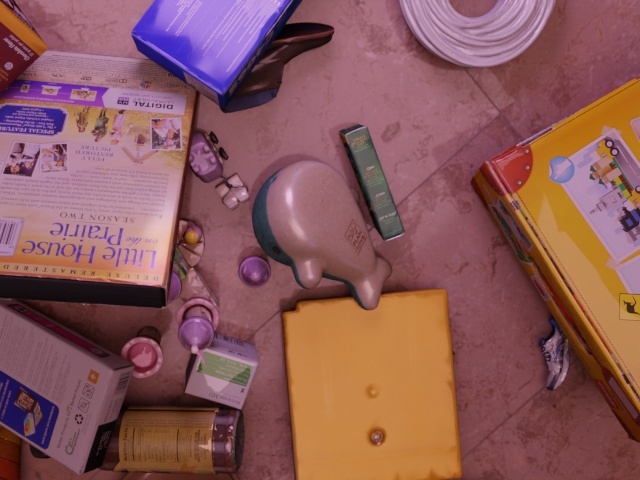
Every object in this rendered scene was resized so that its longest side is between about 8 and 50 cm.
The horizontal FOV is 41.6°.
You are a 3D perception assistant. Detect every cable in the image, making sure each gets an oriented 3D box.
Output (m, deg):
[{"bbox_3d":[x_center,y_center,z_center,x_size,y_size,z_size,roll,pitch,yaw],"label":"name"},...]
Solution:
[{"bbox_3d":[0.247,-0.408,1.349,0.257,0.089,0.257,15,98,-9],"label":"cable"}]

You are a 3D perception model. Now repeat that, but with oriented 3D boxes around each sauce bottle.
[{"bbox_3d":[-0.300,0.324,1.384,0.344,0.111,0.111,1,100,7],"label":"sauce bottle"}]

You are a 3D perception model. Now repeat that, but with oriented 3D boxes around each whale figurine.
[{"bbox_3d":[0.000,0.000,1.367,0.272,0.141,0.216,46,48,-25],"label":"whale figurine"}]

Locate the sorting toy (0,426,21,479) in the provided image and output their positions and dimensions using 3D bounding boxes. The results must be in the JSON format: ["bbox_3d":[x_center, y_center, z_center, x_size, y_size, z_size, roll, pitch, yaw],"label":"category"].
[{"bbox_3d":[-0.642,0.307,1.377,0.365,0.127,0.126,24,67,-7],"label":"sorting toy"}]

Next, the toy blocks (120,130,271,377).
[{"bbox_3d":[-0.229,0.028,1.279,0.309,0.260,0.288,-31,101,0],"label":"toy blocks"}]

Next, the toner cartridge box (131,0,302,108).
[{"bbox_3d":[-0.114,-0.388,1.266,0.165,0.075,0.348,35,81,0],"label":"toner cartridge box"}]

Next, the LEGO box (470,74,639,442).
[{"bbox_3d":[0.533,0.011,1.324,0.372,0.193,0.500,-30,83,-1],"label":"LEGO box"}]

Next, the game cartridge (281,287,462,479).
[{"bbox_3d":[0.086,0.251,1.425,0.285,0.053,0.323,-4,89,-4],"label":"game cartridge"}]

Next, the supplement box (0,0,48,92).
[{"bbox_3d":[-0.530,-0.292,1.207,0.191,0.194,0.129,-43,141,2],"label":"supplement box"}]

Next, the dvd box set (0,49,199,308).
[{"bbox_3d":[-0.342,-0.103,1.198,0.307,0.420,0.062,4,144,-4],"label":"dvd box set"}]

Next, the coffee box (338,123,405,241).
[{"bbox_3d":[0.082,-0.097,1.370,0.040,0.113,0.184,-21,102,0],"label":"coffee box"}]

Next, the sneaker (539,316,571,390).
[{"bbox_3d":[0.411,0.197,1.491,0.058,0.052,0.135,14,90,1],"label":"sneaker"}]

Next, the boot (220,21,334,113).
[{"bbox_3d":[-0.078,-0.279,1.353,0.219,0.082,0.106,-15,122,-7],"label":"boot"}]

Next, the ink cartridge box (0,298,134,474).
[{"bbox_3d":[-0.474,0.202,1.330,0.371,0.069,0.176,23,100,20],"label":"ink cartridge box"}]

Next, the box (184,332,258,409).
[{"bbox_3d":[-0.165,0.211,1.396,0.101,0.102,0.087,19,98,-10],"label":"box"}]

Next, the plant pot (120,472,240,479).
[{"bbox_3d":[-0.230,0.471,1.402,0.237,0.237,0.110,-20,137,-3],"label":"plant pot"}]
